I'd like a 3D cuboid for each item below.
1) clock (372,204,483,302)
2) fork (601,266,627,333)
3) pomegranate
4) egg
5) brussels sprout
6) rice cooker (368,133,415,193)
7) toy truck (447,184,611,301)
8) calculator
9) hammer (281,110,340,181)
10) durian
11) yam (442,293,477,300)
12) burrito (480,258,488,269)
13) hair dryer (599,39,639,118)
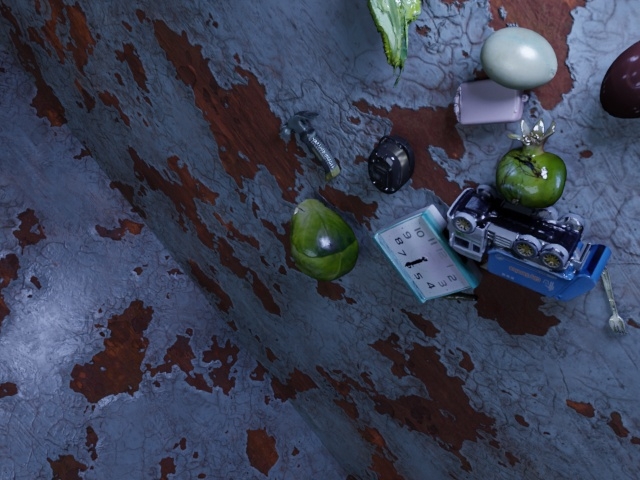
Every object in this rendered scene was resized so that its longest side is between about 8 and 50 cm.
[{"bbox_3d":[0.315,0.033,1.557,0.262,0.116,0.231,52,141,-9],"label":"clock"},{"bbox_3d":[0.710,0.149,1.304,0.034,0.028,0.219,2,126,51],"label":"fork"},{"bbox_3d":[0.464,-0.164,1.172,0.152,0.131,0.191,25,133,34],"label":"pomegranate"},{"bbox_3d":[0.392,-0.359,1.062,0.152,0.114,0.114,30,143,19],"label":"egg"},{"bbox_3d":[0.000,0.000,1.772,0.271,0.220,0.210,63,158,14],"label":"brussels sprout"},{"bbox_3d":[0.190,-0.204,1.451,0.112,0.106,0.165,33,154,27],"label":"rice cooker"},{"bbox_3d":[0.490,0.006,1.298,0.367,0.146,0.175,27,145,28],"label":"toy truck"},{"bbox_3d":[0.372,-0.306,1.182,0.175,0.032,0.100,7,104,43],"label":"calculator"},{"bbox_3d":[-0.016,-0.290,1.644,0.226,0.041,0.159,55,147,-10],"label":"hammer"},{"bbox_3d":[0.151,-0.524,1.165,0.132,0.106,0.375,6,128,41],"label":"durian"},{"bbox_3d":[0.382,0.169,1.682,0.234,0.027,0.029,4,137,45],"label":"yam"},{"bbox_3d":[0.534,0.084,1.401,0.226,0.060,0.087,27,148,27],"label":"burrito"},{"bbox_3d":[0.656,-0.222,0.865,0.340,0.123,0.312,36,173,0],"label":"hair dryer"}]
